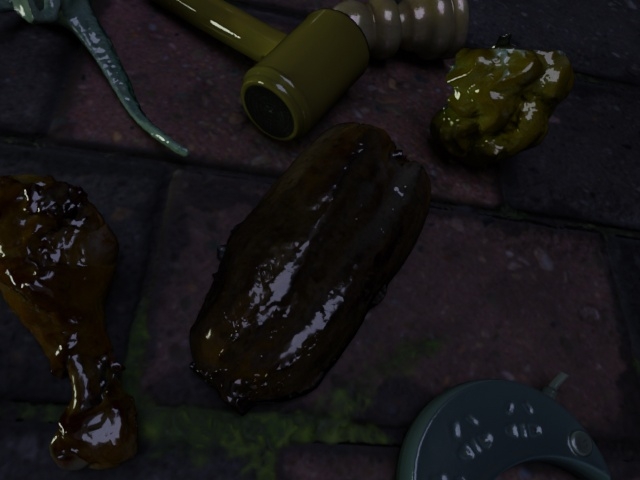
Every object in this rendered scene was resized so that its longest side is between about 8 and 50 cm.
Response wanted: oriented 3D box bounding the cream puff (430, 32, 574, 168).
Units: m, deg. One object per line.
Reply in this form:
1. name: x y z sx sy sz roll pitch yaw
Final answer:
1. cream puff: 0.202 -0.151 0.563 0.121 0.156 0.156 29 60 20

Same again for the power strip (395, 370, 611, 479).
1. power strip: 0.154 0.186 0.430 0.215 0.044 0.137 -25 71 -22

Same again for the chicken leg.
1. chicken leg: -0.203 0.056 0.397 0.107 0.087 0.252 -23 77 -1

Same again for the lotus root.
1. lotus root: 0.000 0.000 0.468 0.167 0.078 0.329 30 61 5

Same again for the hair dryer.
1. hair dryer: -0.096 -0.228 0.564 0.278 0.090 0.135 32 63 11

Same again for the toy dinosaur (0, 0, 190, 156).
1. toy dinosaur: -0.279 -0.222 0.510 0.129 0.076 0.383 -16 74 -46

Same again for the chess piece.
1. chess piece: 0.087 -0.267 0.622 0.170 0.094 0.094 -10 67 -10
